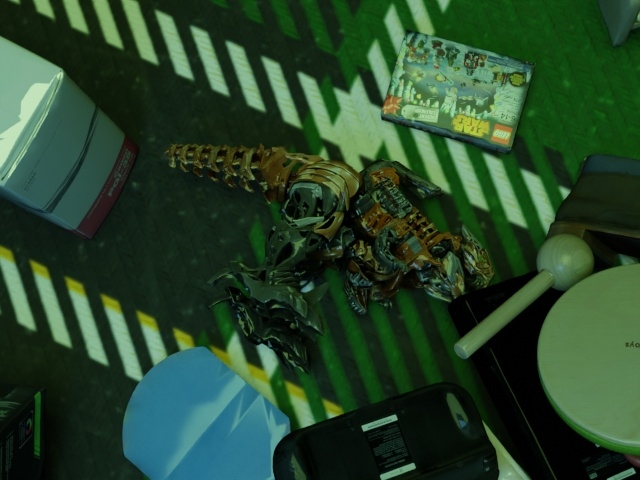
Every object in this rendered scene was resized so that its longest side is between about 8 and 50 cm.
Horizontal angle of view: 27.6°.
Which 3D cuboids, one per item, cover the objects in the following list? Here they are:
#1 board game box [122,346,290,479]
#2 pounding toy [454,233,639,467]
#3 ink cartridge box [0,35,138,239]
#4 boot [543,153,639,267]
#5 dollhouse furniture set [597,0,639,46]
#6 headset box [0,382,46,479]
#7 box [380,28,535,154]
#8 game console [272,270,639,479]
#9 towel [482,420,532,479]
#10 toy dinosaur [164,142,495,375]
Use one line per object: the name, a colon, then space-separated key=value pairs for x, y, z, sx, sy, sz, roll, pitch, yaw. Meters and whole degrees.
board game box: x=-0.110 y=0.191 z=1.274 sx=0.168 sy=0.033 sz=0.133 roll=38 pitch=90 yaw=15
pounding toy: x=0.264 y=0.113 z=1.148 sx=0.237 sy=0.110 sz=0.183 roll=29 pitch=64 yaw=31
ink cartridge box: x=-0.309 y=-0.114 z=1.214 sx=0.207 sy=0.283 sz=0.117 roll=28 pitch=84 yaw=8
boot: x=0.313 y=-0.031 z=1.212 sx=0.219 sy=0.082 sz=0.106 roll=4 pitch=68 yaw=44
dollhouse furniture set: x=0.454 y=-0.279 z=1.194 sx=0.362 sy=0.256 sz=0.394 roll=-16 pitch=79 yaw=1
headset box: x=-0.340 y=0.275 z=1.133 sx=0.131 sy=0.283 sz=0.246 roll=5 pitch=104 yaw=6
box: x=0.138 y=-0.150 z=1.313 sx=0.137 sy=0.027 sz=0.094 roll=15 pitch=83 yaw=7
game console: x=0.122 y=0.158 z=1.141 sx=0.361 sy=0.044 sz=0.213 roll=-15 pitch=69 yaw=-27
towel: x=0.119 y=0.379 z=1.148 sx=0.332 sy=0.053 sz=0.317 roll=-40 pitch=91 yaw=-17
toy dinosaur: x=0.000 y=0.000 z=1.264 sx=0.322 sy=0.164 sz=0.218 roll=20 pitch=67 yaw=26
